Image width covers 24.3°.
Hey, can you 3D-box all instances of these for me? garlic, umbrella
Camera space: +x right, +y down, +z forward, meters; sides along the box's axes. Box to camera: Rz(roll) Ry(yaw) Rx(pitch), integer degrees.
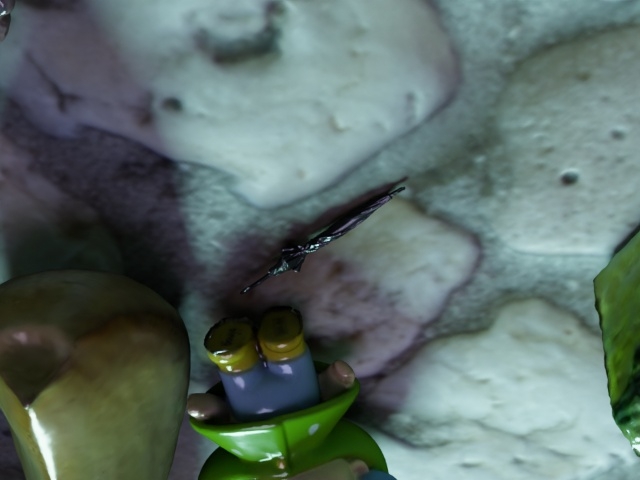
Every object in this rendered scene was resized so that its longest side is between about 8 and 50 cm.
[{"bbox_3d":[-0.189,0.160,1.091,0.151,0.196,0.338,13,128,9],"label":"garlic"},{"bbox_3d":[0.001,-0.001,1.051,0.149,0.022,0.022,-32,88,20],"label":"umbrella"}]

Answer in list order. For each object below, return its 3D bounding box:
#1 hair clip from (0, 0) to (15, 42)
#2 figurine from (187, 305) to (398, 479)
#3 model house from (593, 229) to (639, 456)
[{"bbox_3d":[-0.245,-0.177,0.854,0.173,0.069,0.300,26,140,-19],"label":"hair clip"},{"bbox_3d":[-0.024,0.176,1.148,0.162,0.143,0.263,-15,117,-9],"label":"figurine"},{"bbox_3d":[0.316,0.042,0.966,0.194,0.170,0.211,20,132,-13],"label":"model house"}]
